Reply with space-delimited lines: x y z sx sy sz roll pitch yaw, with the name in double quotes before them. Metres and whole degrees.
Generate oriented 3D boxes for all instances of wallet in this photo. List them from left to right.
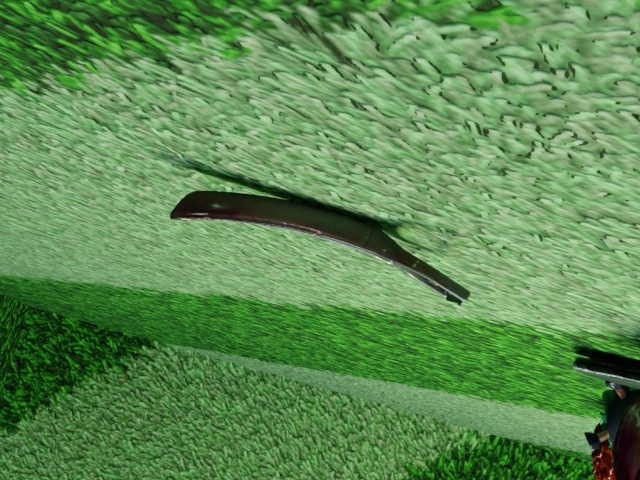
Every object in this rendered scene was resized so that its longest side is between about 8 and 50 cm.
"wallet" 0.377 0.164 1.542 0.129 0.026 0.088 12 173 16

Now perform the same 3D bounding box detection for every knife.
"knife" 0.000 -0.002 1.165 0.278 0.053 0.123 18 174 -4

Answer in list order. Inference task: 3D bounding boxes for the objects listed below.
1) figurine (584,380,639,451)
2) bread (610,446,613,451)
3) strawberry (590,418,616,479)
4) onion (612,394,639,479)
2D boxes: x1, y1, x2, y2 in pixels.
"figurine" 0.451 0.245 1.632 0.195 0.111 0.102 15 -176 33
"bread" 0.536 0.299 1.708 0.260 0.134 0.129 33 -167 31
"strawberry" 0.495 0.356 1.987 0.178 0.234 0.234 46 157 -23
"onion" 0.475 0.219 1.354 0.349 0.159 0.267 -20 130 7
